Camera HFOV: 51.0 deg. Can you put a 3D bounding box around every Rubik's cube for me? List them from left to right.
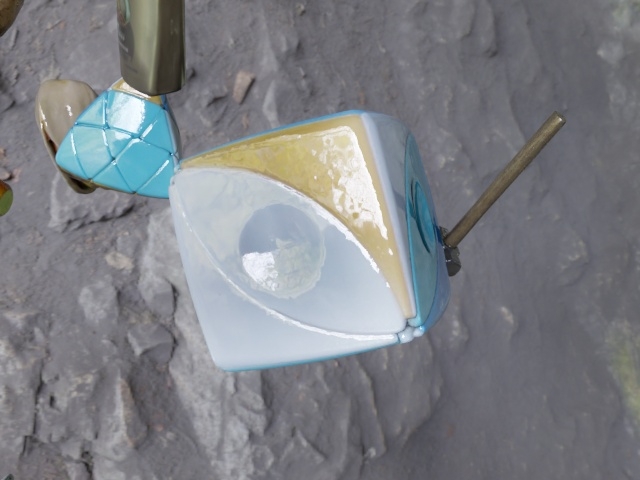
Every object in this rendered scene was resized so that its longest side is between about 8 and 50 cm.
[{"bbox_3d":[-0.317,-0.187,1.216,0.254,0.254,0.255,17,67,-46],"label":"Rubik's cube"},{"bbox_3d":[0.000,0.000,1.095,0.351,0.352,0.347,-11,88,-73],"label":"Rubik's cube"}]

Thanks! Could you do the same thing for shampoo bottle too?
[{"bbox_3d":[-0.227,-0.372,0.886,0.084,0.125,0.350,-22,138,-34],"label":"shampoo bottle"}]

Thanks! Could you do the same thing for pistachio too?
[{"bbox_3d":[-0.574,-0.247,1.599,0.197,0.166,0.288,-59,132,-61],"label":"pistachio"}]

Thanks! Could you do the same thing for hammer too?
[{"bbox_3d":[0.324,-0.090,1.255,0.043,0.365,0.111,21,35,-21],"label":"hammer"}]

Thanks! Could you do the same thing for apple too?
[{"bbox_3d":[-0.791,-0.110,1.599,0.114,0.099,0.102,93,16,-67],"label":"apple"}]

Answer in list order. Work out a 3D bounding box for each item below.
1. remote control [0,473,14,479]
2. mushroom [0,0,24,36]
[{"bbox_3d":[-0.593,0.458,1.173,0.124,0.053,0.018,-40,95,-9],"label":"remote control"},{"bbox_3d":[-0.542,-0.339,1.008,0.209,0.072,0.094,-14,106,-42],"label":"mushroom"}]
